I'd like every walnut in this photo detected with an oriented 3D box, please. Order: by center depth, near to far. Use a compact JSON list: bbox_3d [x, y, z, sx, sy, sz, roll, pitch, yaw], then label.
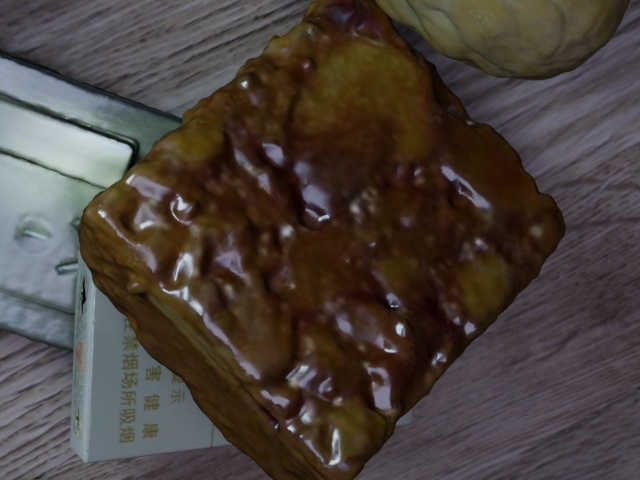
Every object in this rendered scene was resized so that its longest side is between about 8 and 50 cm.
[{"bbox_3d":[0.171,-0.290,1.470,0.285,0.296,0.285,0,131,1],"label":"walnut"}]

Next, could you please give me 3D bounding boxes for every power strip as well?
[{"bbox_3d":[-0.282,-0.043,1.534,0.257,0.092,0.251,20,102,-15],"label":"power strip"}]

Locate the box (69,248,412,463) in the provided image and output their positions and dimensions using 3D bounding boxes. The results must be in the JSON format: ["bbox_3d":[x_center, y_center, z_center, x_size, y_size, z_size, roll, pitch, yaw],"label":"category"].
[{"bbox_3d":[-0.066,0.101,1.589,0.365,0.051,0.204,-3,105,-29],"label":"box"}]

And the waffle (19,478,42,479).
[{"bbox_3d":[-0.368,0.368,1.642,0.291,0.051,0.291,-4,104,-14],"label":"waffle"}]

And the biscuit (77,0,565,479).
[{"bbox_3d":[0.000,0.000,1.476,0.342,0.166,0.395,47,57,0],"label":"biscuit"}]
